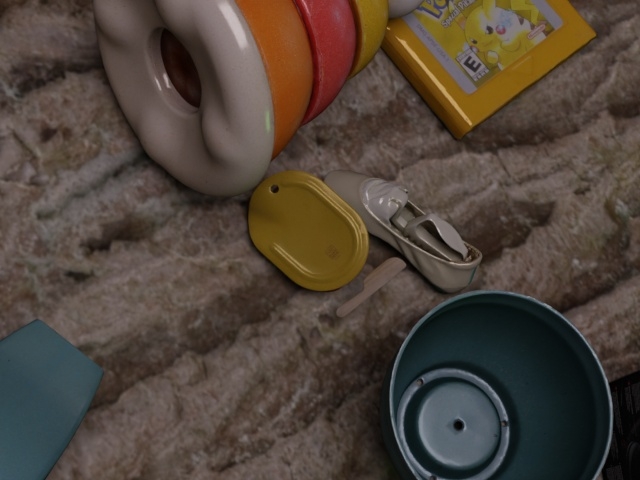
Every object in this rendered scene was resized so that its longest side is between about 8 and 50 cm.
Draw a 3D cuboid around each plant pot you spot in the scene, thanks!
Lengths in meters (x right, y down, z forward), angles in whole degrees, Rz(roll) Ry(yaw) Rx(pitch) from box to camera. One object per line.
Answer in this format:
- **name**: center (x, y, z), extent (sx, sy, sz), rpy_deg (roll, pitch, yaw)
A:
- **plant pot**: center (0.201, 0.229, 1.740), extent (0.293, 0.196, 0.293), rpy_deg (4, 72, -13)
- **plant pot**: center (-0.377, 0.221, 1.609), extent (0.165, 0.166, 0.234), rpy_deg (38, 61, -2)

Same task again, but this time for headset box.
- **headset box**: center (0.474, 0.270, 1.750), extent (0.110, 0.293, 0.218), rpy_deg (-3, 74, -16)

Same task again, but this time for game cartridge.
- **game cartridge**: center (0.209, -0.350, 1.997), extent (0.285, 0.052, 0.323), rpy_deg (-37, 86, -22)

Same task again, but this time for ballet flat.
- **ballet flat**: center (0.118, -0.028, 1.856), extent (0.248, 0.086, 0.086), rpy_deg (38, 68, -3)

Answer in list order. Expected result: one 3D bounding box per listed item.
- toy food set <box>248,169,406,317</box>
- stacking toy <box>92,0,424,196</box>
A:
- **toy food set**: center (0.000, 0.000, 1.831), extent (0.218, 0.071, 0.128), rpy_deg (43, 95, 4)
- **stacking toy**: center (-0.023, -0.296, 1.788), extent (0.480, 0.350, 0.350), rpy_deg (-28, 83, -30)
